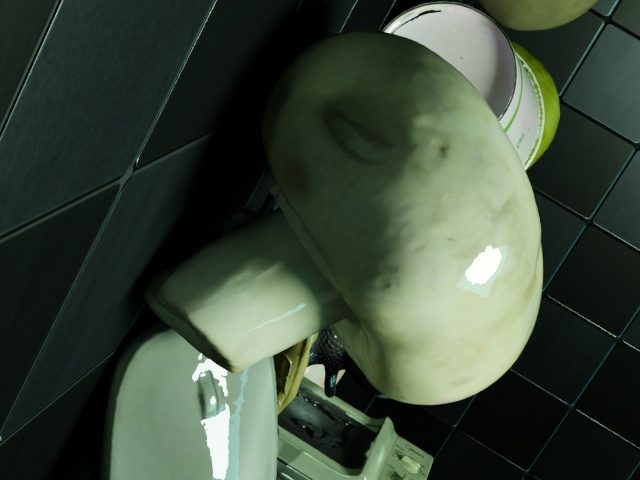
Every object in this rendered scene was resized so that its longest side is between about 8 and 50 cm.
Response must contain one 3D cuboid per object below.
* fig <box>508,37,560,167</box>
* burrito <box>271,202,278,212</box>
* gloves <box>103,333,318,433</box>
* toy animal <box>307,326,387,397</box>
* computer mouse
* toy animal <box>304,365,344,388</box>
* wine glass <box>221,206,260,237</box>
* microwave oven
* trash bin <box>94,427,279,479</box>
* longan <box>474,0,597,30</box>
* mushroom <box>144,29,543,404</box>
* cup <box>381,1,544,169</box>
[{"bbox_3d":[0.228,-0.191,2.107,0.326,0.258,0.258,-42,-170,51],"label":"fig"},{"bbox_3d":[-0.027,0.006,1.518,0.309,0.096,0.066,-68,164,3],"label":"burrito"},{"bbox_3d":[-0.100,0.135,1.417,0.331,0.154,0.141,-51,157,-18],"label":"gloves"},{"bbox_3d":[0.030,0.151,1.742,0.197,0.273,0.160,66,32,-79],"label":"toy animal"},{"bbox_3d":[-0.124,0.228,1.282,0.197,0.095,0.331,-13,116,-34],"label":"computer mouse"},{"bbox_3d":[-0.009,0.125,2.004,0.326,0.237,0.269,-55,-175,-10],"label":"toy animal"},{"bbox_3d":[-0.090,-0.002,1.357,0.042,0.039,0.083,-33,169,-24],"label":"wine glass"},{"bbox_3d":[-0.066,0.349,1.796,0.286,0.355,0.218,-59,177,20],"label":"microwave oven"},{"bbox_3d":[-0.160,0.279,1.550,0.165,0.115,0.225,-14,-159,26],"label":"trash bin"},{"bbox_3d":[0.269,-0.377,1.572,0.248,0.248,0.248,-58,175,-8],"label":"longan"},{"bbox_3d":[0.059,0.002,1.175,0.353,0.325,0.353,-58,-177,4],"label":"mushroom"},{"bbox_3d":[0.168,-0.183,1.691,0.253,0.253,0.274,-59,169,1],"label":"cup"}]
